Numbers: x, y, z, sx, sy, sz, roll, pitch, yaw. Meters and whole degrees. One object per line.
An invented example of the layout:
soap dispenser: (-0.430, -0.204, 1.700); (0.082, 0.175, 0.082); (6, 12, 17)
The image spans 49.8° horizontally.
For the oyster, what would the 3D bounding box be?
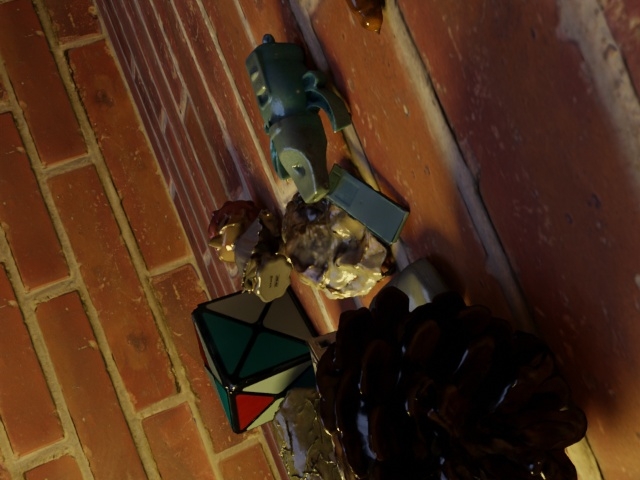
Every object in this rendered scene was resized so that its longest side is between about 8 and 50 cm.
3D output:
oyster: (-0.002, 0.003, 1.152); (0.354, 0.107, 0.201); (171, 82, -73)

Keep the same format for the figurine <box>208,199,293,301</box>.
figurine: (-0.186, -0.003, 1.602); (0.387, 0.166, 0.207); (44, 133, 48)

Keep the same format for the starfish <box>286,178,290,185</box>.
starfish: (-0.065, -0.143, 1.324); (0.092, 0.016, 0.086); (29, 139, 61)

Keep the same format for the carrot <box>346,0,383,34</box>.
carrot: (0.026, -0.345, 0.747); (0.059, 0.059, 0.248); (35, 145, 61)

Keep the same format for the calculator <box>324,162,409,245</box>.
calculator: (0.059, -0.052, 0.971); (0.172, 0.018, 0.057); (39, 113, 46)

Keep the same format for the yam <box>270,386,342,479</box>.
yam: (0.008, 0.448, 1.503); (0.202, 0.201, 0.272); (116, 138, -66)

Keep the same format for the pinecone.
pinecone: (0.131, 0.184, 0.708); (0.298, 0.242, 0.296); (54, 168, -22)

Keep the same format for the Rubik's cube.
Rubik's cube: (-0.147, 0.274, 1.663); (0.246, 0.248, 0.250); (56, 157, 34)

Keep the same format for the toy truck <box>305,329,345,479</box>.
toy truck: (0.058, 0.309, 1.289); (0.155, 0.124, 0.268); (-128, 25, -61)

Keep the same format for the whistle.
whistle: (-0.043, -0.190, 1.034); (0.186, 0.093, 0.274); (-34, 69, 53)

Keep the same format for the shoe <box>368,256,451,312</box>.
shoe: (0.106, 0.106, 0.945); (0.251, 0.100, 0.103); (107, 140, -67)
